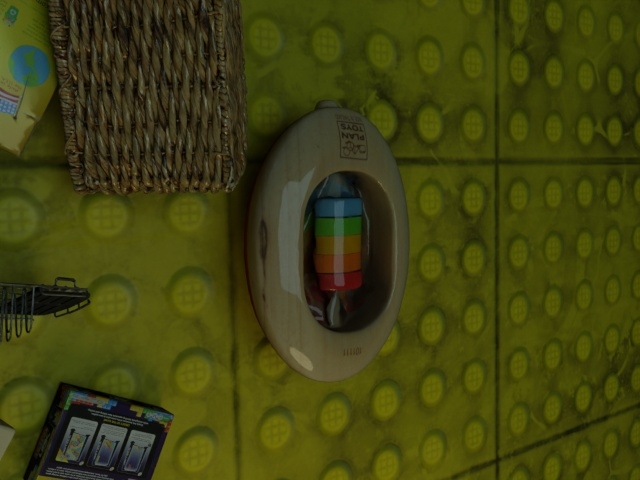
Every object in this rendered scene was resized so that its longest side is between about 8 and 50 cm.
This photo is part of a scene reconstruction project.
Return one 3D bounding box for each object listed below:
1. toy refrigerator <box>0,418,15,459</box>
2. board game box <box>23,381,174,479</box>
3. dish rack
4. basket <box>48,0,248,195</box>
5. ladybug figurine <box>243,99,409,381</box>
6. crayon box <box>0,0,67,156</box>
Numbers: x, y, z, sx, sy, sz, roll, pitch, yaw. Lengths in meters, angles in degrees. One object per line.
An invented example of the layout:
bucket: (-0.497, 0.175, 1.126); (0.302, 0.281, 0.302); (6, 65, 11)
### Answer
toy refrigerator: (-0.501, 0.207, 0.816); (0.269, 0.102, 0.094); (39, 69, -46)
board game box: (-0.313, 0.293, 1.034); (0.170, 0.048, 0.141); (27, 79, -36)
dish rack: (-0.420, 0.088, 0.848); (0.272, 0.208, 0.074); (7, 74, -39)
basket: (-0.220, -0.227, 0.996); (0.223, 0.213, 0.299); (-1, 111, 2)
ladybug figurine: (0.000, 0.000, 1.182); (0.305, 0.162, 0.449); (1, 93, -37)
crayon box: (-0.409, -0.287, 0.901); (0.202, 0.081, 0.318); (31, 74, -35)
